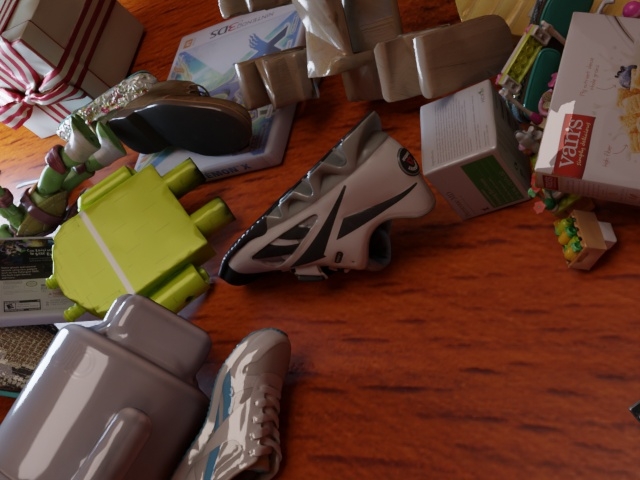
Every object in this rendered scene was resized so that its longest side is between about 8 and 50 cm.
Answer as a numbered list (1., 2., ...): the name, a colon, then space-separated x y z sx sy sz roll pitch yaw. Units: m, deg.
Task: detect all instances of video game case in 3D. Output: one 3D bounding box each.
1. video game case: -0.151 -0.235 1.320 0.300 0.036 0.329 -9 55 35
2. video game case: -0.381 0.055 1.215 0.173 0.190 0.022 -114 29 -45

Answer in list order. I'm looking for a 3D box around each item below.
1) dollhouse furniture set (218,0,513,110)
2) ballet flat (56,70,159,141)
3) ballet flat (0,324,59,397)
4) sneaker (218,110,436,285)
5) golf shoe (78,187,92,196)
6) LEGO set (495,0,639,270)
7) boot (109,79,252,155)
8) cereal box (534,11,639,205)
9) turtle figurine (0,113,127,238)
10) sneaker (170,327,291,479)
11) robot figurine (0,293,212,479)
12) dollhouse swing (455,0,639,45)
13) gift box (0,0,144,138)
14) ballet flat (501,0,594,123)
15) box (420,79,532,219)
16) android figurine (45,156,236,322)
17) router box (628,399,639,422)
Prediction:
1. dollhouse furniture set: 0.061 -0.380 1.035 0.256 0.394 0.362 -25 19 -34
2. ballet flat: -0.377 -0.216 1.466 0.241 0.091 0.077 -27 77 29
3. ballet flat: -0.540 0.134 1.259 0.482 0.164 0.182 -3 95 41
4. sneaker: 0.000 0.000 0.969 0.330 0.146 0.122 -37 10 46
5. golf shoe: -0.294 -0.056 1.286 0.198 0.077 0.094 24 74 36
6. LEGO set: 0.241 -0.118 0.838 0.132 0.107 0.287 1 68 52
7. boot: -0.196 -0.198 1.233 0.305 0.112 0.115 9 55 46
8. cereal box: 0.330 -0.111 0.746 0.240 0.047 0.173 12 75 19
9. turtle figurine: -0.486 -0.125 1.399 0.266 0.198 0.275 -37 47 11
10. sneaker: -0.078 0.209 0.911 0.092 0.087 0.229 15 78 37
11. robot figurine: -0.264 0.236 0.949 0.353 0.199 0.300 -62 14 -14
12. dollhouse swing: 0.288 -0.433 0.935 0.305 0.315 0.347 -47 42 -14
13. gift box: -0.533 -0.358 1.558 0.255 0.276 0.258 -13 54 39
14. ballet flat: 0.248 -0.226 0.922 0.070 0.070 0.188 37 113 48
15. box: 0.170 -0.097 0.904 0.087 0.101 0.102 -18 51 29
16. android figurine: -0.260 0.005 1.157 0.273 0.056 0.248 -38 64 -5
17. router box: 0.295 0.130 0.621 0.092 0.122 0.038 -41 47 10
